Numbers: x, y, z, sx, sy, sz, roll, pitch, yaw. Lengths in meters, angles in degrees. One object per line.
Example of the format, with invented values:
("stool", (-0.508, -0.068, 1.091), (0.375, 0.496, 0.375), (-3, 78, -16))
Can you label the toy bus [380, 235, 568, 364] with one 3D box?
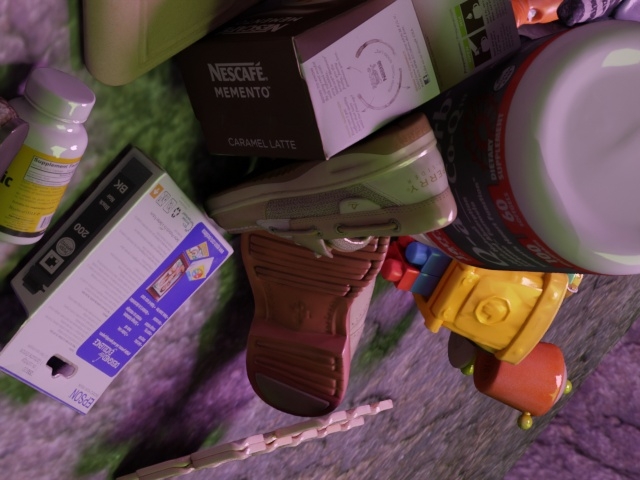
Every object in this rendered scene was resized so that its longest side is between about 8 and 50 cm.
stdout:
("toy bus", (0.160, 0.021, 1.743), (0.211, 0.220, 0.149), (15, 119, -22))

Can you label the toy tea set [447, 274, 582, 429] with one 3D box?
("toy tea set", (0.291, 0.069, 1.858), (0.124, 0.200, 0.336), (18, 112, -18))

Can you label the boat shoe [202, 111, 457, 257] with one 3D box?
("boat shoe", (0.002, -0.030, 1.239), (0.109, 0.098, 0.302), (-33, -169, -34))

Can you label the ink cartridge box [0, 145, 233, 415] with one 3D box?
("ink cartridge box", (-0.182, 0.041, 1.254), (0.208, 0.045, 0.206), (-49, 158, -6))

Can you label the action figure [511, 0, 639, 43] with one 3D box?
("action figure", (0.260, -0.225, 1.521), (0.330, 0.178, 0.341), (1, 125, -52))

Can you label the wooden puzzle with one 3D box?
("wooden puzzle", (-0.070, -0.239, 1.038), (0.239, 0.044, 0.221), (-32, 153, -28))

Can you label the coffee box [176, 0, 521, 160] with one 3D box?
("coffee box", (0.027, -0.157, 1.178), (0.246, 0.141, 0.098), (-33, 115, -39))

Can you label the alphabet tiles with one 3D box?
("alphabet tiles", (-0.070, 0.223, 1.584), (0.278, 0.021, 0.284), (-20, 171, 26))

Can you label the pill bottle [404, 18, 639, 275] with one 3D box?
("pill bottle", (0.193, -0.074, 1.336), (0.210, 0.210, 0.363), (-45, -167, -14))

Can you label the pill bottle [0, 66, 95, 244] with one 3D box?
("pill bottle", (-0.203, -0.060, 1.027), (0.065, 0.065, 0.116), (-10, 134, -59))

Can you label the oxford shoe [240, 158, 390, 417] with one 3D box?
("oxford shoe", (0.000, 0.000, 1.481), (0.146, 0.140, 0.397), (-68, 174, -47))

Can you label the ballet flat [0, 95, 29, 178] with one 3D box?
("ballet flat", (-0.285, -0.001, 0.992), (0.250, 0.058, 0.084), (-52, 180, 19))
